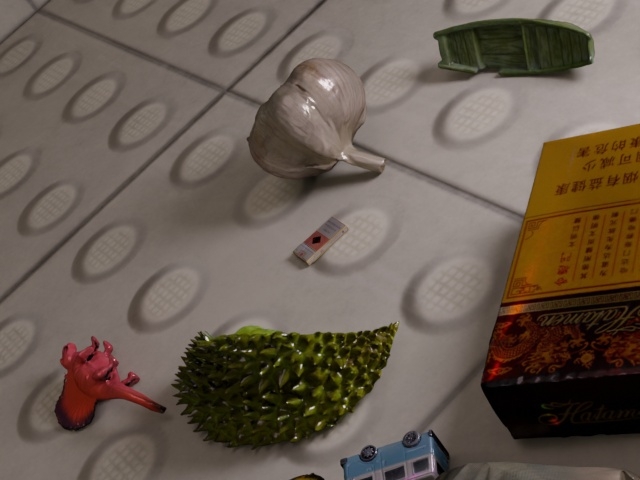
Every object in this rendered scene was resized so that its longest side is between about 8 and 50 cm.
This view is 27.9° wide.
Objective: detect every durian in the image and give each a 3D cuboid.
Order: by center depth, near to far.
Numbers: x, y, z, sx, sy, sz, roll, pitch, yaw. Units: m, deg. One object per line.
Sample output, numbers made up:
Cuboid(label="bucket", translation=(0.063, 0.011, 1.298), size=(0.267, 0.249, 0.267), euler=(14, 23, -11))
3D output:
Cuboid(label="durian", translation=(-0.068, 0.188, 1.757), size=(0.355, 0.157, 0.169), euler=(-5, 9, 36))

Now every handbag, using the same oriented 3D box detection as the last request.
Cuboid(label="handbag", translation=(0.199, 0.303, 1.351), size=(0.270, 0.117, 0.182), euler=(-10, 15, 30))

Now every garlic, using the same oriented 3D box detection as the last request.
Cuboid(label="garlic", translation=(0.011, -0.163, 2.039), size=(0.212, 0.218, 0.218), euler=(41, 76, 15))

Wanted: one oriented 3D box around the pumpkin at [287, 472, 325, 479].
Cuboid(label="pumpkin", translation=(-0.101, 0.396, 1.452), size=(0.148, 0.169, 0.312), euler=(-9, 43, 29))

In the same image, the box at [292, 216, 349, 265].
Cuboid(label="box", translation=(0.000, 0.000, 1.965), size=(0.083, 0.012, 0.046), euler=(-42, 36, -10))

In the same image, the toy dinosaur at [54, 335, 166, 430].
Cuboid(label="toy dinosaur", translation=(-0.342, 0.238, 1.947), size=(0.139, 0.070, 0.286), euler=(-51, 40, -4))

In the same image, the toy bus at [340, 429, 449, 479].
Cuboid(label="toy bus", translation=(0.089, 0.280, 1.525), size=(0.123, 0.060, 0.075), euler=(-21, 41, 17))

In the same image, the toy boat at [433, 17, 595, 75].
Cuboid(label="toy boat", translation=(0.307, -0.301, 1.996), size=(0.293, 0.093, 0.055), euler=(7, 28, 44))

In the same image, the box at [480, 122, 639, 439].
Cuboid(label="box", translation=(0.361, 0.037, 1.529), size=(0.264, 0.116, 0.415), euler=(-9, 43, 31))
